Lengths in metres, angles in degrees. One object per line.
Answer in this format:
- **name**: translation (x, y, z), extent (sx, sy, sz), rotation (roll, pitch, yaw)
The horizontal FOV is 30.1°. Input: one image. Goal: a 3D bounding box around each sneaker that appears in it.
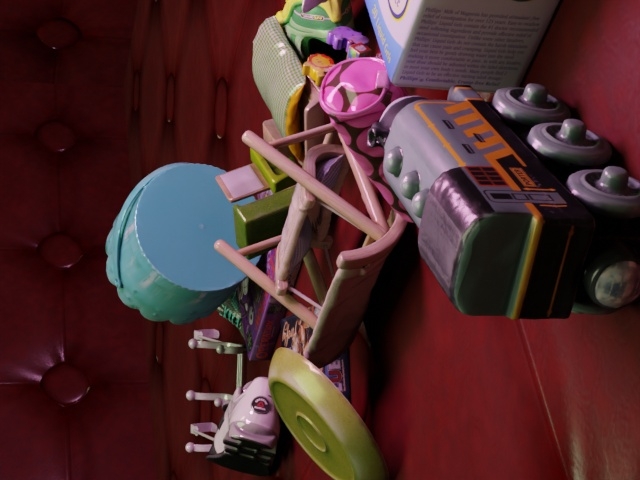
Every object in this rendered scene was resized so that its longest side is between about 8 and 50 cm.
- **sneaker**: translation (-0.125, 0.339, 2.175), extent (0.330, 0.122, 0.146), rotation (125, 160, -63)
- **sneaker**: translation (-0.011, -0.298, 1.797), extent (0.295, 0.109, 0.123), rotation (132, 121, -80)
- **sneaker**: translation (-0.168, 0.144, 2.357), extent (0.166, 0.076, 0.065), rotation (-113, 28, -53)

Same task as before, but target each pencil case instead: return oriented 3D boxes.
- **pencil case**: translation (0.086, -0.112, 1.322), extent (0.098, 0.209, 0.095), rotation (3, 58, 39)

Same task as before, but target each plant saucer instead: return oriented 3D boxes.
- **plant saucer**: translation (0.000, 0.255, 1.634), extent (0.241, 0.037, 0.241), rotation (45, 158, 23)

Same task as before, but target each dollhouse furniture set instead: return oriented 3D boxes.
- **dollhouse furniture set**: translation (-0.093, -0.155, 1.811), extent (0.197, 0.151, 0.301), rotation (56, 160, 34)

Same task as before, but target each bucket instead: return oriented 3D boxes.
- **bucket**: translation (-0.242, 0.001, 2.151), extent (0.183, 0.281, 0.281), rotation (141, 129, -61)

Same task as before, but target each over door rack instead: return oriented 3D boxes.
- **over door rack**: translation (-0.241, 0.324, 2.534), extent (0.324, 0.108, 0.239), rotation (-174, 87, -73)

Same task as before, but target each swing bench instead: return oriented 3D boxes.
- **swing bench**: translation (0.000, 0.000, 1.642), extent (0.254, 0.165, 0.253), rotation (53, 145, 25)

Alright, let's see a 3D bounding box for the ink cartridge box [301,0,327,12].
- **ink cartridge box**: translation (0.005, -0.423, 1.455), extent (0.353, 0.119, 0.207), rotation (-50, -25, -58)

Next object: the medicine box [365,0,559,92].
- **medicine box**: translation (0.149, -0.346, 1.219), extent (0.289, 0.149, 0.263), rotation (109, 156, -47)

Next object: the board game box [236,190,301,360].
- **board game box**: translation (-0.094, 0.036, 2.177), extent (0.346, 0.056, 0.208), rotation (109, 152, -44)

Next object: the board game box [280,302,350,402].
- **board game box**: translation (-0.011, 0.193, 1.893), extent (0.243, 0.042, 0.165), rotation (147, 122, -70)

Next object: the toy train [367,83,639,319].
- **toy train**: translation (0.163, -0.045, 1.078), extent (0.334, 0.190, 0.142), rotation (-116, 32, -56)

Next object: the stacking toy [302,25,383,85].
- **stacking toy**: translation (0.065, -0.246, 1.579), extent (0.221, 0.052, 0.167), rotation (43, 139, 31)
